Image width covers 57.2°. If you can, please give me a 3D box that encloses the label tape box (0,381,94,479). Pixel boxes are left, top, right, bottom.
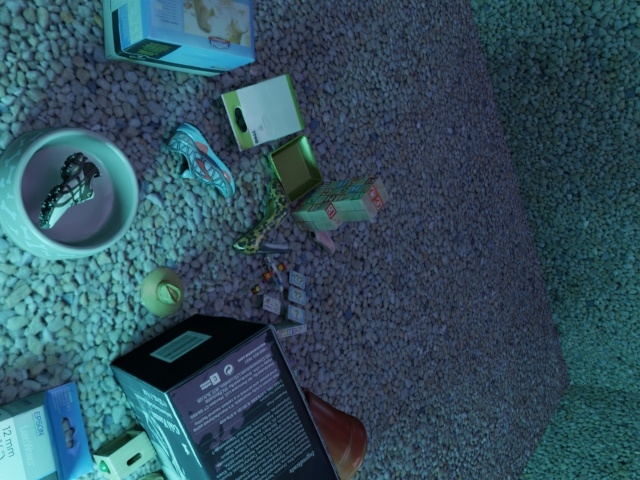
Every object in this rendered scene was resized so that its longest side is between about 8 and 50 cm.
[{"bbox_3d":[-0.691,0.506,1.346,0.347,0.115,0.249,-15,99,-43],"label":"label tape box"}]

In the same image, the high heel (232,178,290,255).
[{"bbox_3d":[-0.198,-0.081,1.892,0.186,0.093,0.261,0,75,-24],"label":"high heel"}]

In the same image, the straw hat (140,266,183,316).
[{"bbox_3d":[-0.428,0.147,1.656,0.144,0.061,0.145,1,89,-45],"label":"straw hat"}]

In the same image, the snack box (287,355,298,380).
[{"bbox_3d":[-0.140,0.456,1.954,0.141,0.037,0.100,-17,103,-44],"label":"snack box"}]

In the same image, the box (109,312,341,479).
[{"bbox_3d":[-0.247,0.466,1.479,0.297,0.479,0.472,-31,103,-30],"label":"box"}]

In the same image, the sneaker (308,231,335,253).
[{"bbox_3d":[0.000,0.000,2.099,0.070,0.051,0.134,-37,111,-37],"label":"sneaker"}]

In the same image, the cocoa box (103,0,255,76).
[{"bbox_3d":[-0.380,-0.603,1.603,0.347,0.227,0.232,-5,92,-45],"label":"cocoa box"}]

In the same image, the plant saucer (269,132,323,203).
[{"bbox_3d":[-0.092,-0.247,2.014,0.188,0.045,0.188,-39,116,-38],"label":"plant saucer"}]

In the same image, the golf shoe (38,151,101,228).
[{"bbox_3d":[-0.575,-0.105,1.361,0.094,0.077,0.198,37,65,-38],"label":"golf shoe"}]

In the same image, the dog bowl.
[{"bbox_3d":[-0.609,-0.119,1.452,0.348,0.102,0.349,0,89,-45],"label":"dog bowl"}]

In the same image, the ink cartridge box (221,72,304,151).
[{"bbox_3d":[-0.199,-0.408,1.879,0.255,0.097,0.189,-26,108,-30],"label":"ink cartridge box"}]

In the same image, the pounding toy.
[{"bbox_3d":[-0.518,0.576,1.520,0.141,0.130,0.100,-31,99,-41],"label":"pounding toy"}]

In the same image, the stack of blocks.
[{"bbox_3d":[0.062,-0.121,1.988,0.171,0.297,0.087,-52,123,-34],"label":"stack of blocks"}]

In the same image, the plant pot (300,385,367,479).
[{"bbox_3d":[-0.033,0.626,1.903,0.265,0.272,0.272,47,58,-30],"label":"plant pot"}]

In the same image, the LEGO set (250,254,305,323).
[{"bbox_3d":[-0.124,0.155,1.940,0.244,0.060,0.183,29,52,-40],"label":"LEGO set"}]

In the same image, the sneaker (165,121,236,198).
[{"bbox_3d":[-0.358,-0.214,1.730,0.125,0.104,0.262,-44,116,-16],"label":"sneaker"}]

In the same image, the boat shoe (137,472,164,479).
[{"bbox_3d":[-0.489,0.687,1.581,0.170,0.059,0.063,-18,102,-44],"label":"boat shoe"}]

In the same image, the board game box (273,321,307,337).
[{"bbox_3d":[-0.135,0.294,1.917,0.154,0.103,0.026,-5,93,-45],"label":"board game box"}]
